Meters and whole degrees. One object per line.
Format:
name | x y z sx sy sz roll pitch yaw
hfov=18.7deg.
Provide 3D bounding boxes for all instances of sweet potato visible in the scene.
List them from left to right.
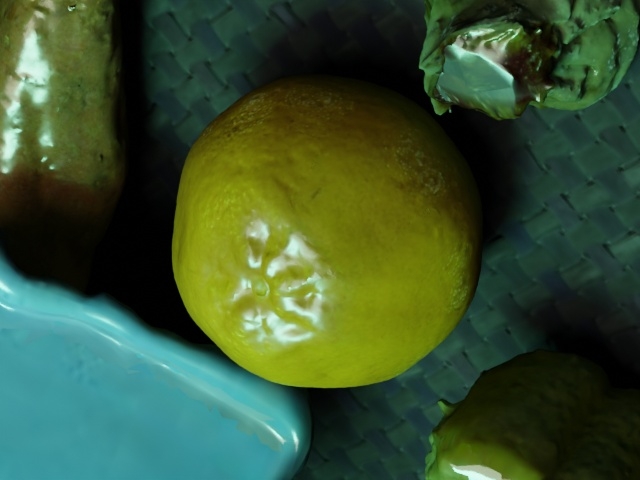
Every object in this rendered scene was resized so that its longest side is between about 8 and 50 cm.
sweet potato | -0.143 -0.060 1.013 0.097 0.097 0.252 27 130 12

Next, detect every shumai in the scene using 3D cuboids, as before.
shumai | 0.080 -0.101 0.867 0.099 0.087 0.124 -25 103 39

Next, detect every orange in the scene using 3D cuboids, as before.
orange | 0.000 0.000 0.940 0.159 0.136 0.159 9 114 21

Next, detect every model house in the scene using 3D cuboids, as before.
model house | -0.176 0.159 1.061 0.237 0.215 0.303 28 156 -14

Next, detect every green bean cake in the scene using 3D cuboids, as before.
green bean cake | 0.131 0.192 0.993 0.233 0.124 0.236 32 129 7
